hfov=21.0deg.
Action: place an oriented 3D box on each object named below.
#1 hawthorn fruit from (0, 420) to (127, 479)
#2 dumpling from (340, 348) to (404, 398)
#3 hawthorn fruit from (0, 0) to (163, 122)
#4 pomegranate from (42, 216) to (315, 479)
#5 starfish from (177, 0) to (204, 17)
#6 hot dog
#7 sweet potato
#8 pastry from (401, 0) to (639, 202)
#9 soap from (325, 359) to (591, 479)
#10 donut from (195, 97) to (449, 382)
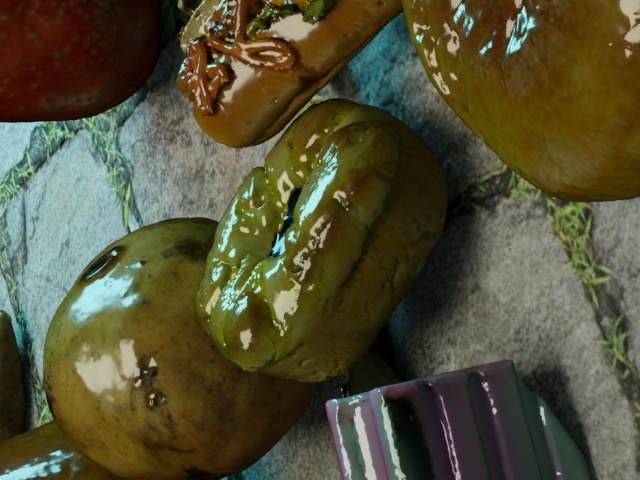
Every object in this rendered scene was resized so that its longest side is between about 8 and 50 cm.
[{"bbox_3d":[-0.290,0.378,1.869,0.403,0.403,0.403,16,110,53],"label":"hawthorn fruit"},{"bbox_3d":[0.063,0.205,1.610,0.166,0.086,0.332,128,132,-87],"label":"dumpling"},{"bbox_3d":[-0.352,-0.242,1.869,0.285,0.369,0.284,48,154,33],"label":"hawthorn fruit"},{"bbox_3d":[-0.139,0.110,1.728,0.281,0.281,0.281,16,110,53],"label":"pomegranate"},{"bbox_3d":[-0.053,-0.225,1.709,0.238,0.071,0.216,-29,78,55],"label":"starfish"},{"bbox_3d":[-0.012,-0.228,1.522,0.349,0.117,0.158,-40,50,32],"label":"hot dog"},{"bbox_3d":[-0.448,0.212,2.345,0.097,0.097,0.251,24,113,51],"label":"sweet potato"},{"bbox_3d":[0.190,-0.195,1.278,0.356,0.164,0.356,18,113,50],"label":"pastry"},{"bbox_3d":[0.138,0.266,1.421,0.109,0.193,0.324,-26,76,56],"label":"soap"},{"bbox_3d":[0.000,0.000,1.554,0.261,0.128,0.208,-54,30,12],"label":"donut"}]
